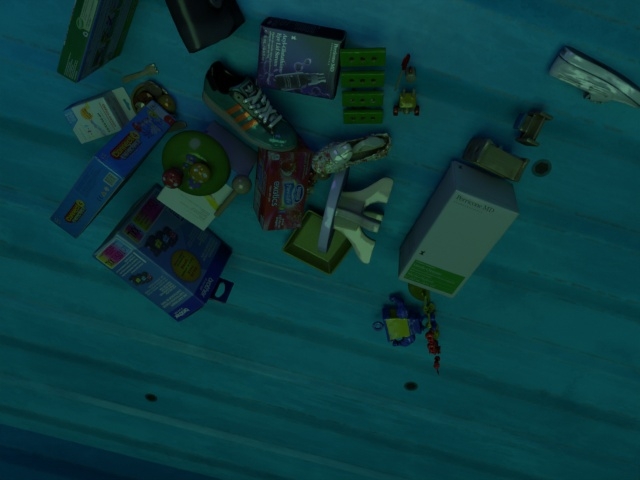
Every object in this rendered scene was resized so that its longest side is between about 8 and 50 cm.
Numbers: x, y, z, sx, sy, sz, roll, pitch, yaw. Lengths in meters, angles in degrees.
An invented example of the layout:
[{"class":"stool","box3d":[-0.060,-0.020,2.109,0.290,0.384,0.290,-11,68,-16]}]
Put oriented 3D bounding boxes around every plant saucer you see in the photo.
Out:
[{"class":"plant saucer","box3d":[0.000,0.000,1.652,0.188,0.045,0.188,28,123,-11]}]

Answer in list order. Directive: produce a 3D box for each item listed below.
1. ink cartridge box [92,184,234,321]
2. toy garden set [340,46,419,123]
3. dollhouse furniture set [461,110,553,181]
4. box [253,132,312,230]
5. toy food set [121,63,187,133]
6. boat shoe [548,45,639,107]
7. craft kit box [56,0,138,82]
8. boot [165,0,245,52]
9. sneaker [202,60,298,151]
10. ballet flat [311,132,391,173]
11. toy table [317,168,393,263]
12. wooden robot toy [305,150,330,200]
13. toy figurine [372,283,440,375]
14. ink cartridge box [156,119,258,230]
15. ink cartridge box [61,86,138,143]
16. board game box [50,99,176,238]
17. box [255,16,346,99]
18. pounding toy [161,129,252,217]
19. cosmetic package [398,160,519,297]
[{"class":"ink cartridge box","box3d":[-0.453,0.060,1.612,0.151,0.270,0.395,-31,116,31]},{"class":"toy garden set","box3d":[0.155,-0.397,1.310,0.203,0.049,0.244,1,151,5]},{"class":"dollhouse furniture set","box3d":[0.492,-0.271,1.376,0.129,0.129,0.184,24,100,-9]},{"class":"box","box3d":[-0.113,-0.168,1.481,0.122,0.128,0.257,-5,127,-21]},{"class":"toy food set","box3d":[-0.473,-0.382,1.451,0.132,0.039,0.192,-14,121,16]},{"class":"boat shoe","box3d":[0.690,-0.386,1.283,0.258,0.095,0.084,30,127,-1]},{"class":"craft kit box","box3d":[-0.515,-0.528,1.231,0.061,0.247,0.250,30,122,-10]},{"class":"boot","box3d":[-0.356,-0.615,1.094,0.146,0.367,0.445,5,129,32]},{"class":"sneaker","box3d":[-0.182,-0.348,1.342,0.302,0.108,0.121,35,146,6]},{"class":"ballet flat","box3d":[0.089,-0.247,1.398,0.240,0.077,0.091,-21,81,-19]},{"class":"toy table","box3d":[0.100,-0.078,1.479,0.160,0.252,0.274,16,114,6]},{"class":"wooden robot toy","box3d":[-0.009,-0.184,1.515,0.079,0.076,0.173,8,126,-12]},{"class":"toy figurine","box3d":[0.273,0.276,1.731,0.217,0.191,0.363,-6,122,17]},{"class":"ink cartridge box","box3d":[-0.323,-0.185,1.488,0.168,0.171,0.232,36,121,-16]},{"class":"ink cartridge box","box3d":[-0.624,-0.357,1.473,0.181,0.062,0.104,-14,122,15]},{"class":"board game box","box3d":[-0.560,-0.195,1.405,0.086,0.302,0.308,40,128,-19]},{"class":"box","box3d":[-0.049,-0.460,1.303,0.207,0.108,0.153,10,124,1]},{"class":"pounding toy","box3d":[-0.315,-0.160,1.333,0.237,0.110,0.183,42,119,-17]},{"class":"cosmetic package","box3d":[0.386,-0.024,1.503,0.196,0.155,0.366,19,132,-5]}]
